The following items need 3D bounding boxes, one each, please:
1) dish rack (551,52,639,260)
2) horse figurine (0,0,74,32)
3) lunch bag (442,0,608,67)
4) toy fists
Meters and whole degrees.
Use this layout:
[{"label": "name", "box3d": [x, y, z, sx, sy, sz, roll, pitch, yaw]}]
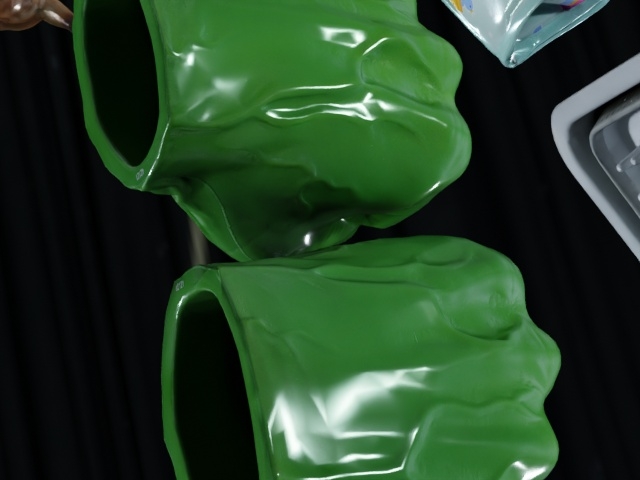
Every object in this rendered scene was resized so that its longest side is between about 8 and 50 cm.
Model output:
[{"label": "dish rack", "box3d": [0.305, 0.007, 1.223, 0.072, 0.333, 0.285, -39, -178, -17]}, {"label": "horse figurine", "box3d": [-0.210, -0.223, 1.302, 0.174, 0.263, 0.066, -5, -176, 33]}, {"label": "lunch bag", "box3d": [0.175, -0.300, 1.585, 0.262, 0.223, 0.160, -46, 163, 22]}, {"label": "toy fists", "box3d": [0.000, 0.000, 0.733, 0.142, 0.279, 0.096, -1, 149, -29]}]
